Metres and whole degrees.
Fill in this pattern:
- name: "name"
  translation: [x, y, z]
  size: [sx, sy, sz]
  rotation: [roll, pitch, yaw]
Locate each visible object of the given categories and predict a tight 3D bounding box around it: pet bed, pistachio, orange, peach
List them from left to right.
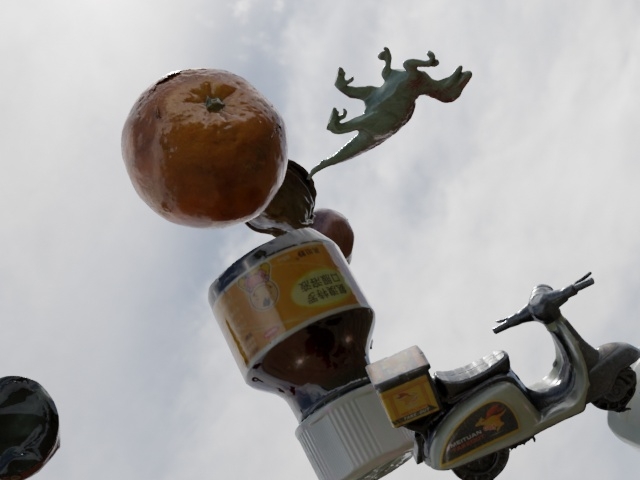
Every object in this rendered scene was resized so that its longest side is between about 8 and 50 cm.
- name: "pet bed"
  translation: [-0.554, 0.337, 1.603]
  size: [0.201, 0.201, 0.053]
  rotation: [-42, -25, -27]
- name: "orange"
  translation: [-0.192, -0.153, 1.529]
  size: [0.283, 0.284, 0.226]
  rotation: [-31, -20, -35]
- name: "pistachio"
  translation: [-0.090, -0.087, 1.809]
  size: [0.165, 0.130, 0.210]
  rotation: [-39, -58, 0]
- name: "peach"
  translation: [0.000, 0.000, 1.994]
  size: [0.152, 0.152, 0.152]
  rotation: [-21, -59, -40]

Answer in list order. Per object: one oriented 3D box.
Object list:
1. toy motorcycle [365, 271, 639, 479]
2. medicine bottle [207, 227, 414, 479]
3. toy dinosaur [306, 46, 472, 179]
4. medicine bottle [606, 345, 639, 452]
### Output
- name: "toy motorcycle"
  translation: [0.195, 0.142, 0.917]
  size: [0.263, 0.091, 0.157]
  rotation: [-24, -76, -1]
- name: "medicine bottle"
  translation: [0.004, 0.190, 1.432]
  size: [0.242, 0.395, 0.242]
  rotation: [-29, -19, -11]
- name: "toy dinosaur"
  translation: [0.079, -0.164, 1.251]
  size: [0.167, 0.053, 0.242]
  rotation: [25, -73, -21]
- name: "medicine bottle"
  translation: [0.470, 0.201, 1.053]
  size: [0.111, 0.296, 0.161]
  rotation: [32, -99, -14]
